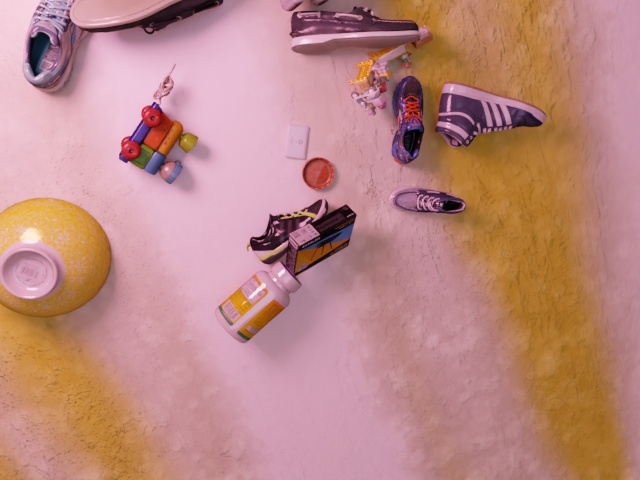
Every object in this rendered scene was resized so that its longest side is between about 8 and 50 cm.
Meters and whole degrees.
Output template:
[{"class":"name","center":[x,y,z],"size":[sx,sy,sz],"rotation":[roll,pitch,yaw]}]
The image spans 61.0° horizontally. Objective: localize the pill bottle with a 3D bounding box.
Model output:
[{"class":"pill bottle","center":[-0.153,0.151,1.374],"size":[0.208,0.117,0.117],"rotation":[-42,107,0]}]

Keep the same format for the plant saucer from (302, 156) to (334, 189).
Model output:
[{"class":"plant saucer","center":[-0.006,-0.171,1.385],"size":[0.084,0.013,0.083],"rotation":[-3,104,-11]}]

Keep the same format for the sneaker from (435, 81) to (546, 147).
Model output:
[{"class":"sneaker","center":[0.431,-0.297,1.402],"size":[0.283,0.099,0.153],"rotation":[14,94,-8]}]

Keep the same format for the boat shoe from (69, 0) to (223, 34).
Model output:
[{"class":"boat shoe","center":[-0.362,-0.512,1.185],"size":[0.340,0.113,0.127],"rotation":[-30,72,-12]}]

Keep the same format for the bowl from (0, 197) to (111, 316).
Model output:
[{"class":"bowl","center":[-0.639,0.055,1.231],"size":[0.290,0.156,0.289],"rotation":[-2,103,-11]}]

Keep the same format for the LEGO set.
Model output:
[{"class":"LEGO set","center":[0.169,-0.402,1.327],"size":[0.287,0.132,0.107],"rotation":[-52,132,-26]}]

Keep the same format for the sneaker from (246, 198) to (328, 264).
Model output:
[{"class":"sneaker","center":[-0.085,-0.038,1.363],"size":[0.235,0.084,0.097],"rotation":[-41,105,-1]}]

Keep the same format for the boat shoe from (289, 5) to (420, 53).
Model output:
[{"class":"boat shoe","center":[0.078,-0.495,1.254],"size":[0.303,0.114,0.091],"rotation":[-2,93,2]}]

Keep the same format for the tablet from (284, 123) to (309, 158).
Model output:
[{"class":"tablet","center":[-0.059,-0.248,1.361],"size":[0.054,0.006,0.083],"rotation":[5,102,-13]}]

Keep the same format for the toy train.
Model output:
[{"class":"toy train","center":[-0.343,-0.261,1.255],"size":[0.143,0.105,0.248],"rotation":[33,94,-27]}]

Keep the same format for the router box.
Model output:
[{"class":"router box","center":[0.000,0.000,1.340],"size":[0.179,0.046,0.133],"rotation":[-29,152,-27]}]

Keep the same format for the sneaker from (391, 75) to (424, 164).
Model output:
[{"class":"sneaker","center":[0.230,-0.300,1.367],"size":[0.083,0.087,0.221],"rotation":[-5,104,-11]}]

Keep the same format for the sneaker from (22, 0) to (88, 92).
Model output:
[{"class":"sneaker","center":[-0.555,-0.452,1.150],"size":[0.110,0.122,0.282],"rotation":[15,99,-14]}]

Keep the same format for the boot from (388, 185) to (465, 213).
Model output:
[{"class":"boot","center":[0.280,-0.104,1.422],"size":[0.190,0.086,0.069],"rotation":[-1,103,-12]}]

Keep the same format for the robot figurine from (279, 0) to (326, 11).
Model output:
[{"class":"robot figurine","center":[-0.063,-0.688,1.158],"size":[0.300,0.200,0.353],"rotation":[-17,106,-17]}]
